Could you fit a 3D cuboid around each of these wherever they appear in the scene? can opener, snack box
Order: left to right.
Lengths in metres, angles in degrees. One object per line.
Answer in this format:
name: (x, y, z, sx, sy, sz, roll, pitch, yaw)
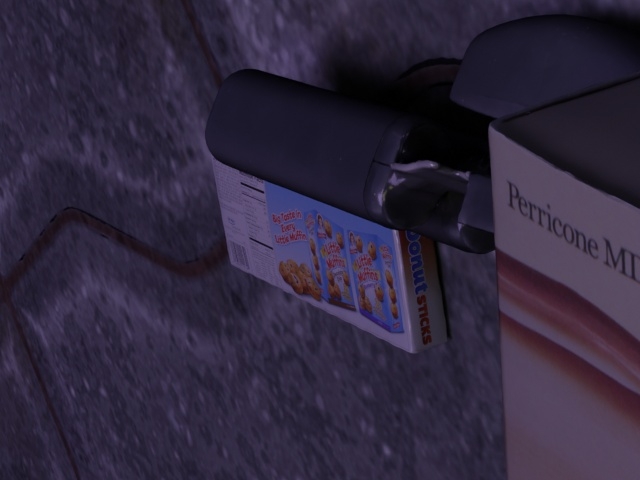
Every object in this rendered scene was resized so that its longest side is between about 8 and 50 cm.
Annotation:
snack box: (0.000, 0.000, 0.926, 0.178, 0.022, 0.064, 24, 127, 57)
can opener: (0.051, -0.047, 0.767, 0.283, 0.076, 0.095, 23, 95, 58)

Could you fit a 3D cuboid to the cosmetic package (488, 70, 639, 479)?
cosmetic package: (0.147, 0.102, 0.585, 0.153, 0.129, 0.296, 33, 135, 54)
